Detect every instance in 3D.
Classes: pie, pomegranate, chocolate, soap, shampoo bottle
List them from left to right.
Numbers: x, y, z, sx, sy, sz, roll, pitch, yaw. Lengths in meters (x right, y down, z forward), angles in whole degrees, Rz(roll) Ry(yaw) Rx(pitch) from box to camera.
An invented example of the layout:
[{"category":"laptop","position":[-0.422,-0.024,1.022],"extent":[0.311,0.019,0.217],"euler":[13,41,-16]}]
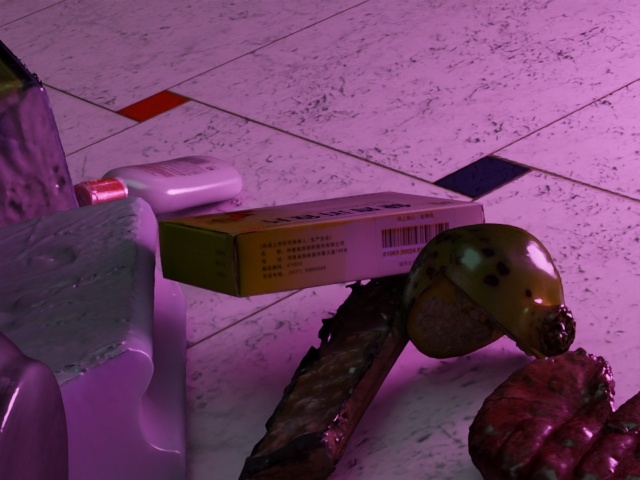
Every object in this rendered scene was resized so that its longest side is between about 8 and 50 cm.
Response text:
[{"category":"soap","position":[-0.260,0.132,1.588],"extent":[0.261,0.156,0.446],"euler":[-14,25,2]},{"category":"shampoo bottle","position":[-0.196,-0.060,2.011],"extent":[0.108,0.051,0.221],"euler":[17,20,37]},{"category":"chocolate","position":[0.027,0.120,1.548],"extent":[0.102,0.065,0.329],"euler":[-25,17,31]},{"category":"pomegranate","position":[0.158,0.045,1.537],"extent":[0.169,0.143,0.122],"euler":[-7,52,46]},{"category":"pie","position":[0.223,0.153,1.379],"extent":[0.204,0.054,0.219],"euler":[-32,31,-33]}]

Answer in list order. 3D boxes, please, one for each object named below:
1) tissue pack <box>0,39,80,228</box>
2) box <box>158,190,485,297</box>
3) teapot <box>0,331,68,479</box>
[{"category":"tissue pack","position":[-0.367,-0.080,1.950],"extent":[0.124,0.288,0.394],"euler":[-19,24,-16]},{"category":"box","position":[0.000,0.000,1.636],"extent":[0.260,0.062,0.175],"euler":[-7,8,-27]},{"category":"teapot","position":[-0.383,0.224,1.218],"extent":[0.362,0.376,0.305],"euler":[5,-9,7]}]
